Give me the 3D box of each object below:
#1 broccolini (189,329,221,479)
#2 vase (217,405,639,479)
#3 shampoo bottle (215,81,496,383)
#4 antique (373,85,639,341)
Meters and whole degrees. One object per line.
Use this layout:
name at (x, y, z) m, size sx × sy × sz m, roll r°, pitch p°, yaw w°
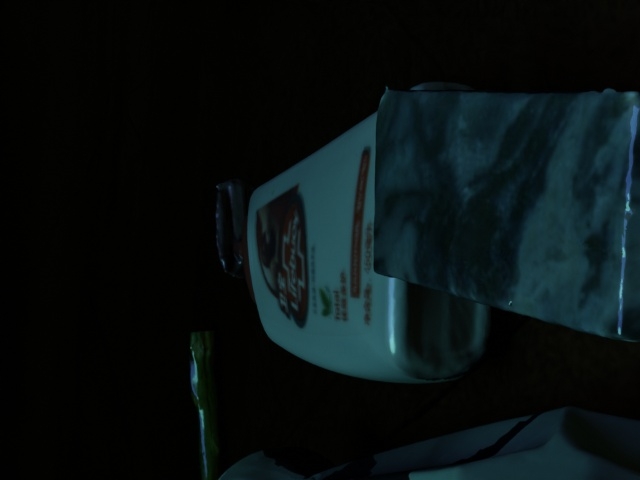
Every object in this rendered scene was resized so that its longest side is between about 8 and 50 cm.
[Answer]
broccolini at (-0.096, 0.200, 0.881) m, size 0.071 × 0.057 × 0.254 m, roll -10°, pitch 83°, yaw 19°
vase at (0.047, 0.159, 0.505) m, size 0.360 × 0.165 × 0.165 m, roll 160°, pitch 107°, yaw -66°
shampoo bottle at (0.000, 0.000, 0.660) m, size 0.284 × 0.071 × 0.153 m, roll -1°, pitch 88°, yaw 61°
antique at (0.103, -0.017, 0.444) m, size 0.183 × 0.086 × 0.088 m, roll 16°, pitch 106°, yaw 61°
